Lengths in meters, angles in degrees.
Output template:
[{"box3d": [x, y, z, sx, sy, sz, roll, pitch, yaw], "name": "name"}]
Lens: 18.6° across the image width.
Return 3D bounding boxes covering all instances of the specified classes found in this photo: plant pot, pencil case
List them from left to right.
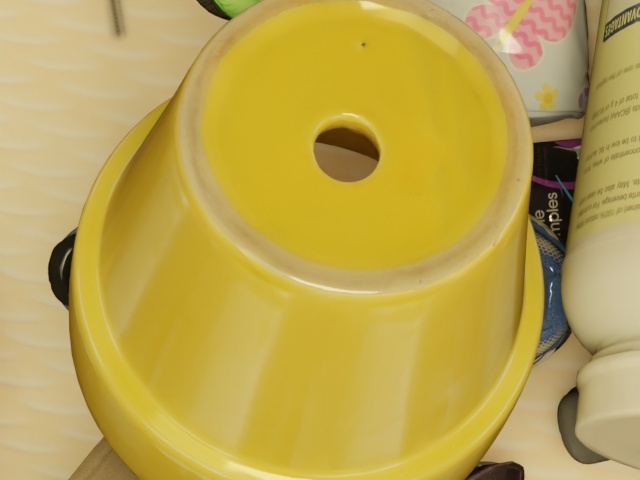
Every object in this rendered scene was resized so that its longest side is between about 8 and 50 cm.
[{"box3d": [0.000, 0.000, 0.982, 0.254, 0.239, 0.254, 3, 66, -6], "name": "plant pot"}, {"box3d": [0.099, -0.199, 1.168, 0.124, 0.113, 0.273, -1, 92, -4], "name": "pencil case"}]

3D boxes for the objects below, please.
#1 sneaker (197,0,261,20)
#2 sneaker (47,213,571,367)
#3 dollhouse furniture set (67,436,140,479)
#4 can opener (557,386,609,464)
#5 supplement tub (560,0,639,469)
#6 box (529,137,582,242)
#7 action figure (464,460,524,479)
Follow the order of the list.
[{"box3d": [-0.070, -0.320, 1.094, 0.202, 0.185, 0.483, -33, 61, 41], "name": "sneaker"}, {"box3d": [-0.011, 0.034, 1.172, 0.330, 0.147, 0.130, 1, 94, 15], "name": "sneaker"}, {"box3d": [-0.090, 0.250, 1.127, 0.262, 0.135, 0.259, 0, 120, 17], "name": "dollhouse furniture set"}, {"box3d": [0.287, 0.102, 1.160, 0.283, 0.076, 0.095, -15, 88, 12], "name": "can opener"}, {"box3d": [0.255, -0.040, 1.042, 0.235, 0.235, 0.325, 8, 74, 11], "name": "supplement tub"}, {"box3d": [0.182, -0.008, 1.201, 0.162, 0.029, 0.116, -5, 90, 13], "name": "box"}, {"box3d": [-0.015, 0.178, 1.213, 0.285, 0.099, 0.185, 3, 99, 26], "name": "action figure"}]
